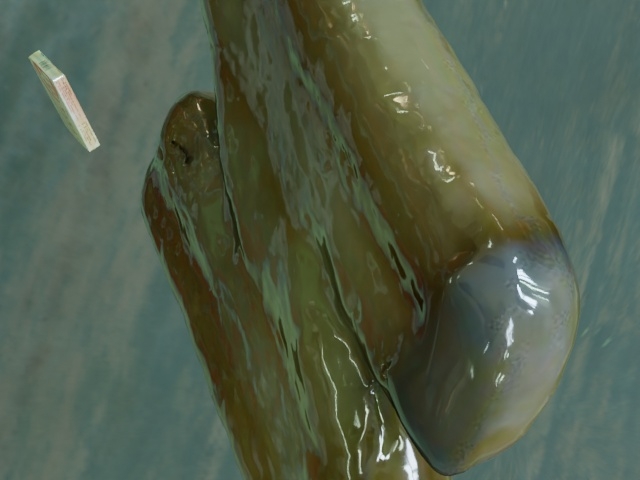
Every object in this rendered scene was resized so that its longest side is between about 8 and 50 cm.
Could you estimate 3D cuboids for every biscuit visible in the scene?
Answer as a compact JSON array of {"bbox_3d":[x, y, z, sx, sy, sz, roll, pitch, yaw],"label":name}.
[{"bbox_3d":[0.000,0.000,0.591,0.062,0.237,0.291,-5,45,-24],"label":"biscuit"}]

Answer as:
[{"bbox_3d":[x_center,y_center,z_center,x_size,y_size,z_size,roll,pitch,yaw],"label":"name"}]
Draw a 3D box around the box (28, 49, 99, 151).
[{"bbox_3d":[-0.245,-0.133,1.415,0.015,0.093,0.058,-35,45,-13],"label":"box"}]
